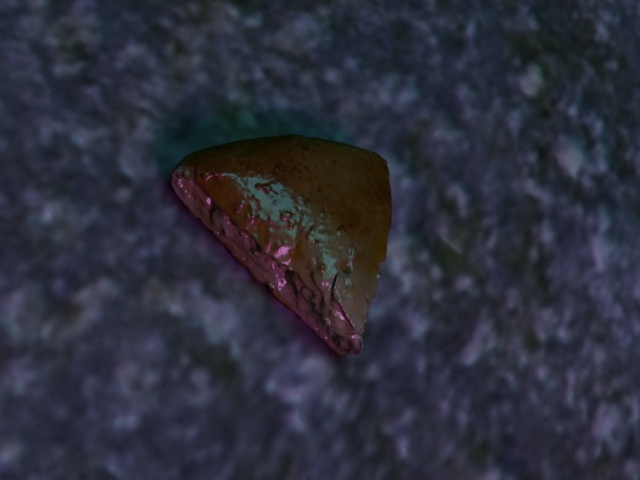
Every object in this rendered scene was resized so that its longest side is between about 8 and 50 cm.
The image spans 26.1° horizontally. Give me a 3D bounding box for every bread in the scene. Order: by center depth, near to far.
[{"bbox_3d":[0.003,-0.020,0.843,0.154,0.054,0.136,49,44,-2],"label":"bread"}]
